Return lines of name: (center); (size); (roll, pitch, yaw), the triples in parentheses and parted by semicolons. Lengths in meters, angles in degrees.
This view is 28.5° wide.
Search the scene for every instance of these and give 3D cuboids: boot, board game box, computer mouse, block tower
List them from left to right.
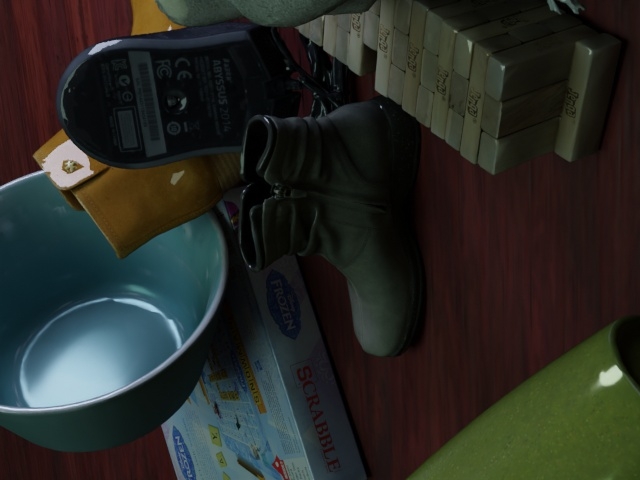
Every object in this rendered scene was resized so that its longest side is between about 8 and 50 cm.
boot: (-0.193, -0.142, 1.232); (0.295, 0.211, 0.104); (56, 172, 21)
computer mouse: (-0.098, -0.126, 1.129); (0.072, 0.272, 0.188); (-75, -17, -69)
board game box: (-0.102, 0.126, 1.364); (0.318, 0.066, 0.318); (-21, 86, 57)
boot: (0.000, 0.000, 1.061); (0.083, 0.161, 0.246); (26, 125, 50)
block tower: (0.066, -0.170, 0.941); (0.335, 0.097, 0.091); (41, 140, 39)

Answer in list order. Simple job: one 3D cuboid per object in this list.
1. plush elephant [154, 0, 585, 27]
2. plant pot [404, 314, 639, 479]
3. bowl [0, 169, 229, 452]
plush elephant: (0.027, -0.276, 0.783); (0.330, 0.272, 0.255); (22, 160, 29)
plant pot: (0.174, 0.201, 0.834); (0.275, 0.275, 0.293); (48, 124, 34)
bowl: (-0.235, 0.086, 1.252); (0.311, 0.312, 0.163); (47, 157, 35)
